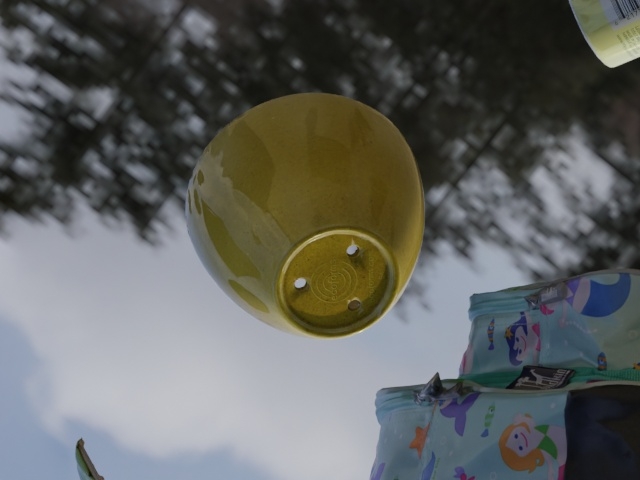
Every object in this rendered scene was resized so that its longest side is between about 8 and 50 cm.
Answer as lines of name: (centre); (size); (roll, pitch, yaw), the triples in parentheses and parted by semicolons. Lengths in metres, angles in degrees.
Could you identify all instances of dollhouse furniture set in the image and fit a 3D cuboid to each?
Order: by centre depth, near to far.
dollhouse furniture set: (-0.245, 0.295, 2.064); (0.152, 0.058, 0.076); (57, 167, 27)

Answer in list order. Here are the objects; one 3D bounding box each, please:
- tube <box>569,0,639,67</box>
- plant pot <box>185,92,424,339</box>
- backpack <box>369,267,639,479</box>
tube: (0.245, -0.163, 0.991); (0.070, 0.240, 0.062); (24, -133, -56)
plant pot: (0.000, 0.000, 1.036); (0.134, 0.134, 0.095); (32, -164, -25)
backpack: (0.137, 0.120, 0.889); (0.225, 0.191, 0.253); (17, 159, -25)
